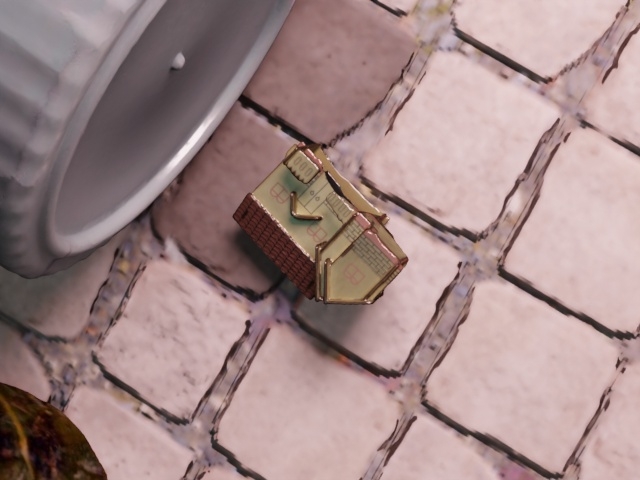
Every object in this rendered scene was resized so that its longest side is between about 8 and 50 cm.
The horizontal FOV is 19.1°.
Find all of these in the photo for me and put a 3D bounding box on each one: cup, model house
[{"bbox_3d":[-0.161,-0.186,0.886,0.311,0.257,0.331,36,65,9],"label":"cup"},{"bbox_3d":[0.000,0.000,0.937,0.058,0.057,0.083,-44,85,14],"label":"model house"}]

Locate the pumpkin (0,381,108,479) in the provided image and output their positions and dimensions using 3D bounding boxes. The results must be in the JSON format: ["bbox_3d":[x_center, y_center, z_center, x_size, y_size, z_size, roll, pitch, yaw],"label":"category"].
[{"bbox_3d":[-0.234,0.121,0.957,0.278,0.163,0.111,15,96,3],"label":"pumpkin"}]
